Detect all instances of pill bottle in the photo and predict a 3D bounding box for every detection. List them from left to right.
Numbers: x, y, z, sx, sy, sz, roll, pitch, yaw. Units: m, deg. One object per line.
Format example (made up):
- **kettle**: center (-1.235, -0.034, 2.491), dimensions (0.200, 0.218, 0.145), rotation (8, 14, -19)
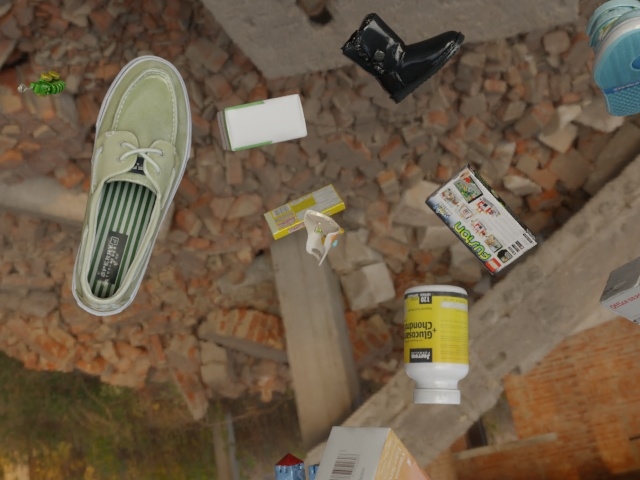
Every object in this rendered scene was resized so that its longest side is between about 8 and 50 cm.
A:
- **pill bottle**: center (0.186, 0.168, 1.157), dimensions (0.103, 0.184, 0.103), rotation (1, 167, 0)

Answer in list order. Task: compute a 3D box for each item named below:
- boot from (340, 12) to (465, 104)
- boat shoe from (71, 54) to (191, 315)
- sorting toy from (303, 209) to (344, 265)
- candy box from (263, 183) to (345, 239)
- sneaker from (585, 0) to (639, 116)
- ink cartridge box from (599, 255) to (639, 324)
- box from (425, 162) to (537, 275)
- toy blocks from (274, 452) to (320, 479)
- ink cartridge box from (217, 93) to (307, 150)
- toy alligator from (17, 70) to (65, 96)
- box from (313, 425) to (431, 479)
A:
- **boot**: center (0.192, -0.472, 1.734), dimensions (0.207, 0.094, 0.246), rotation (42, 127, -15)
- **boat shoe**: center (-0.201, -0.065, 0.796), dimensions (0.109, 0.302, 0.094), rotation (12, 170, -20)
- **sorting toy**: center (0.000, 0.000, 1.235), dimensions (0.044, 0.083, 0.075), rotation (4, 119, -34)
- **candy box**: center (-0.044, -0.078, 1.936), dimensions (0.205, 0.105, 0.027), rotation (-24, 131, -3)
- **sneaker**: center (0.535, -0.370, 1.289), dimensions (0.127, 0.208, 0.319), rotation (-10, 163, 17)
- **ink cartridge box**: center (0.498, 0.086, 1.030), dimensions (0.150, 0.063, 0.109), rotation (28, 157, 0)
- **box**: center (0.320, -0.041, 1.440), dimensions (0.114, 0.207, 0.036), rotation (-41, -174, 26)
- **toy blocks**: center (0.049, 0.578, 1.510), dimensions (0.381, 0.261, 0.190), rotation (-12, 168, 37)
- **ink cartridge box**: center (-0.133, -0.252, 1.554), dimensions (0.160, 0.093, 0.219), rotation (-13, -169, -11)
- **toy alligator**: center (-0.698, -0.390, 1.835), dimensions (0.051, 0.190, 0.056), rotation (26, 113, -1)
- **box**: center (0.072, 0.341, 0.935), dimensions (0.091, 0.130, 0.170), rotation (-9, 132, 34)
